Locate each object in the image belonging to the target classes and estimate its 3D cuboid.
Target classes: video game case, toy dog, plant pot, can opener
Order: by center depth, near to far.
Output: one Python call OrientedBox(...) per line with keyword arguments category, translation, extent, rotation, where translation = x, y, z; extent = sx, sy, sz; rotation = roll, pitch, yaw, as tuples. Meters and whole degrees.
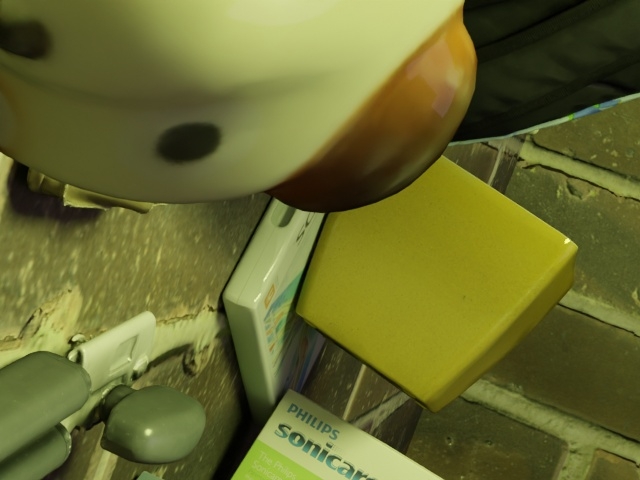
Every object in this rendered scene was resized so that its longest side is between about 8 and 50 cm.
OrientedBox(category="toy dog", translation=(-0.021, -0.213, 0.463), extent=(0.395, 0.284, 0.408), rotation=(-122, -126, -83))
OrientedBox(category="can opener", translation=(-0.145, 0.103, 0.785), extent=(0.280, 0.093, 0.074), rotation=(-22, 133, -67))
OrientedBox(category="plant pot", translation=(0.095, 0.040, 1.310), extent=(0.187, 0.212, 0.212), rotation=(-54, 166, -4))
OrientedBox(category="video game case", translation=(0.000, 0.000, 1.349), extent=(0.329, 0.036, 0.300), rotation=(86, 28, -64))

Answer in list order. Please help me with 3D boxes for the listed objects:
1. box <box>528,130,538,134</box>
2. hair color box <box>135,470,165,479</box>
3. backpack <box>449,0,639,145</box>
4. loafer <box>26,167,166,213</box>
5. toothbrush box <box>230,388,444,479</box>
OrientedBox(category="box", translation=(0.163, -0.241, 1.329), extent=(0.113, 0.094, 0.275), rotation=(-59, 147, -38))
OrientedBox(category="hair color box", translation=(-0.109, 0.384, 1.167), extent=(0.113, 0.185, 0.374), rotation=(-53, 160, -50))
OrientedBox(category="backpack", translation=(0.147, -0.209, 0.908), extent=(0.355, 0.273, 0.290), rotation=(-33, 129, 5))
OrientedBox(category="loafer", translation=(-0.109, -0.044, 0.763), extent=(0.148, 0.050, 0.056), rotation=(-20, 130, -74))
OrientedBox(category="toothbrush box", translation=(-0.013, 0.320, 1.348), extent=(0.283, 0.206, 0.122), rotation=(-58, 166, -12))
